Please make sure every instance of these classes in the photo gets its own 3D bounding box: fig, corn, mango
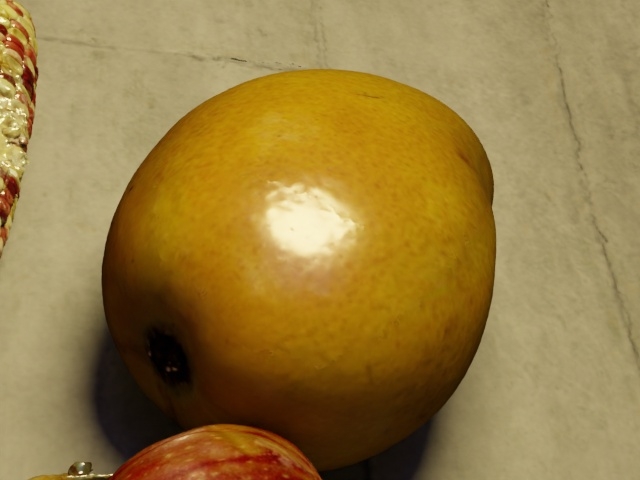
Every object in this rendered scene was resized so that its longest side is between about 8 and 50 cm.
[{"bbox_3d":[-0.091,0.197,0.988,0.207,0.175,0.175,-4,47,-3],"label":"fig"},{"bbox_3d":[-0.262,-0.074,1.244,0.098,0.098,0.290,8,44,-10],"label":"corn"},{"bbox_3d":[0.000,0.000,1.172,0.264,0.221,0.378,22,34,12],"label":"mango"}]

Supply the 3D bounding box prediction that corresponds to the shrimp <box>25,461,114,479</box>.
[{"bbox_3d":[-0.200,0.192,1.026,0.217,0.051,0.115,-18,49,-32],"label":"shrimp"}]
